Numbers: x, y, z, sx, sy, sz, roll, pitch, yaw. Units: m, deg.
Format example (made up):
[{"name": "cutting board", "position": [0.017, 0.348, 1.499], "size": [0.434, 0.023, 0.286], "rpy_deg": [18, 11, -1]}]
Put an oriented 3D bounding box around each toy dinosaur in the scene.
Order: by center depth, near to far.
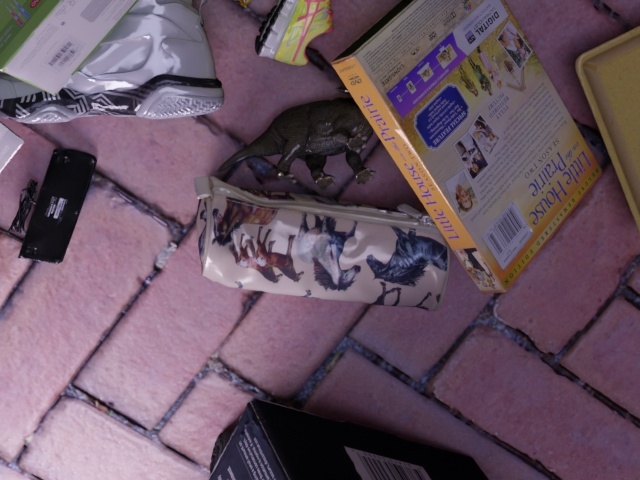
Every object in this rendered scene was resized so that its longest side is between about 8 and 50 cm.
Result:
[{"name": "toy dinosaur", "position": [-0.002, -0.161, 1.489], "size": [0.313, 0.160, 0.121], "rpy_deg": [-24, 137, 14]}]

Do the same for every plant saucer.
[{"name": "plant saucer", "position": [0.595, -0.218, 1.550], "size": [0.333, 0.081, 0.333], "rpy_deg": [-26, 109, 3]}]

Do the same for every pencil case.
[{"name": "pencil case", "position": [0.000, 0.000, 1.514], "size": [0.410, 0.160, 0.183], "rpy_deg": [8, 122, -8]}]

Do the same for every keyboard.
[{"name": "keyboard", "position": [-0.425, -0.059, 1.527], "size": [0.100, 0.038, 0.192], "rpy_deg": [14, 106, -34]}]

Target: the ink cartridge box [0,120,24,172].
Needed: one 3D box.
[{"name": "ink cartridge box", "position": [-0.593, -0.147, 1.406], "size": [0.261, 0.066, 0.296], "rpy_deg": [39, 121, -17]}]

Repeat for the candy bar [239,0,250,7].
[{"name": "candy bar", "position": [-0.070, -0.410, 1.446], "size": [0.161, 0.018, 0.040], "rpy_deg": [-43, 80, 9]}]

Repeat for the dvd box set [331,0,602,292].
[{"name": "dvd box set", "position": [0.234, -0.177, 1.453], "size": [0.307, 0.062, 0.420], "rpy_deg": [-46, 111, -28]}]

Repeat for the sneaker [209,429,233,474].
[{"name": "sneaker", "position": [-0.142, 0.469, 1.685], "size": [0.130, 0.109, 0.286], "rpy_deg": [11, 108, -16]}]

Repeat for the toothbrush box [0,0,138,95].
[{"name": "toothbrush box", "position": [-0.398, -0.369, 1.303], "size": [0.206, 0.122, 0.283], "rpy_deg": [-47, 70, 9]}]

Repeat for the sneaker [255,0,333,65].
[{"name": "sneaker", "position": [-0.013, -0.353, 1.451], "size": [0.094, 0.081, 0.208], "rpy_deg": [25, 109, -21]}]

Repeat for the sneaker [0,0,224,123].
[{"name": "sneaker", "position": [-0.326, -0.280, 1.411], "size": [0.366, 0.137, 0.210], "rpy_deg": [-2, 101, -2]}]

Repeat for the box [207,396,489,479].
[{"name": "box", "position": [0.020, 0.570, 1.577], "size": [0.480, 0.297, 0.472], "rpy_deg": [20, 107, -28]}]
